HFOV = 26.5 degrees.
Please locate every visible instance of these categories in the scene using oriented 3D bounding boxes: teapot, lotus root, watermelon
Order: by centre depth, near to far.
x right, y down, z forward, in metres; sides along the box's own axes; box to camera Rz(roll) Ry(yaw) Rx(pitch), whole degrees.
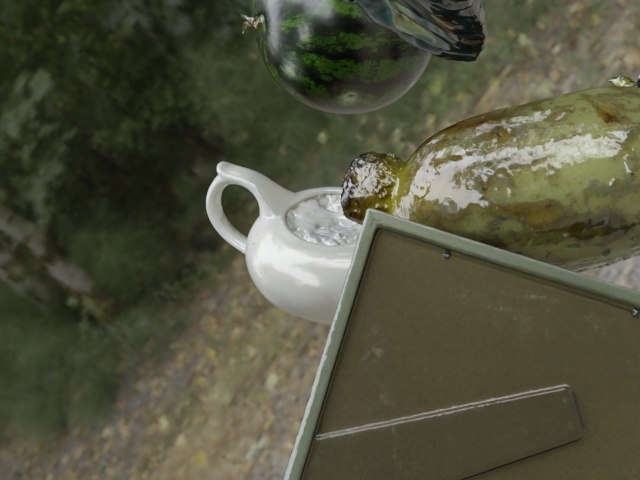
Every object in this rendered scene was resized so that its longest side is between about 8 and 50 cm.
[{"bbox_3d":[0.172,-0.040,1.115,0.309,0.173,0.173,-10,31,4],"label":"lotus root"},{"bbox_3d":[0.000,0.000,1.589,0.166,0.299,0.208,99,-164,-46],"label":"teapot"},{"bbox_3d":[0.034,-0.302,1.801,0.269,0.269,0.269,-46,23,25],"label":"watermelon"}]

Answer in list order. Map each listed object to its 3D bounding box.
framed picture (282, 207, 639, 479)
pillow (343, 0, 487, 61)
[{"bbox_3d":[0.153,0.133,1.020,0.020,0.324,0.240,72,-146,-86],"label":"framed picture"},{"bbox_3d":[-0.030,-0.162,0.626,0.034,0.255,0.189,-56,-8,0],"label":"pillow"}]
